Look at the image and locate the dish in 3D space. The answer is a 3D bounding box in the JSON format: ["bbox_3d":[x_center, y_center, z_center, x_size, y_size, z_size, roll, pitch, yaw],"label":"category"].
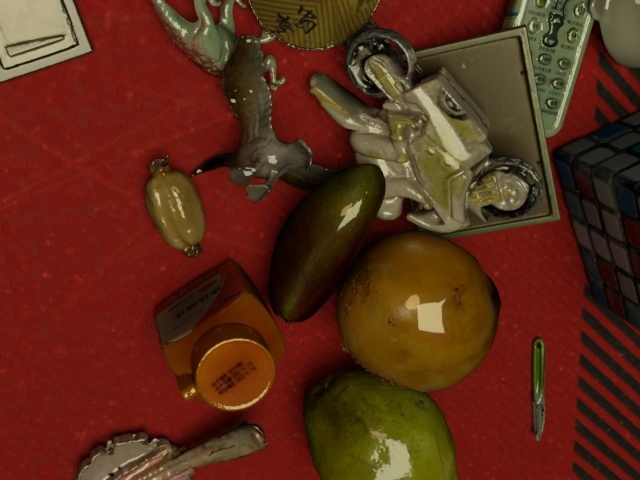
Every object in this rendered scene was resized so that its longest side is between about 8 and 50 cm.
[{"bbox_3d":[0.499,-0.348,1.328,0.236,0.086,0.227,-34,125,-17],"label":"dish"}]

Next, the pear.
[{"bbox_3d":[0.091,0.305,1.392,0.212,0.212,0.269,-40,98,-1],"label":"pear"}]

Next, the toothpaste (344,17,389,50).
[{"bbox_3d":[0.021,-0.331,1.257,0.062,0.037,0.216,-40,117,-9],"label":"toothpaste"}]

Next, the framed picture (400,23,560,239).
[{"bbox_3d":[0.213,-0.142,1.336,0.211,0.020,0.289,-11,113,14],"label":"framed picture"}]

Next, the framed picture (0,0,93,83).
[{"bbox_3d":[-0.372,-0.294,1.160,0.128,0.023,0.168,-21,112,-9],"label":"framed picture"}]

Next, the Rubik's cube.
[{"bbox_3d":[0.560,-0.034,1.375,0.287,0.292,0.293,-25,114,-6],"label":"Rubik's cube"}]

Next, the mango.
[{"bbox_3d":[0.000,0.000,1.297,0.111,0.133,0.267,29,117,-5],"label":"mango"}]

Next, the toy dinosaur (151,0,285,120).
[{"bbox_3d":[-0.150,-0.258,1.218,0.242,0.053,0.167,16,109,-29],"label":"toy dinosaur"}]

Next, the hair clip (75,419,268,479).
[{"bbox_3d":[-0.217,0.336,1.387,0.301,0.069,0.173,-25,112,4],"label":"hair clip"}]

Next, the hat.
[{"bbox_3d":[0.005,-0.329,1.186,0.193,0.082,0.193,-7,115,-16],"label":"hat"}]

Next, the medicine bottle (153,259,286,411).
[{"bbox_3d":[-0.133,0.133,1.262,0.149,0.222,0.112,-33,113,-3],"label":"medicine bottle"}]

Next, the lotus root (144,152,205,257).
[{"bbox_3d":[-0.198,-0.047,1.272,0.073,0.062,0.150,-13,111,13],"label":"lotus root"}]

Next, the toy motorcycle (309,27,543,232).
[{"bbox_3d":[0.129,-0.125,1.293,0.340,0.108,0.223,45,122,-11],"label":"toy motorcycle"}]

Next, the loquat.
[{"bbox_3d":[0.137,0.098,1.324,0.235,0.235,0.234,-5,109,-15],"label":"loquat"}]

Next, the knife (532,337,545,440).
[{"bbox_3d":[0.362,0.247,1.553,0.022,0.026,0.184,1,108,14],"label":"knife"}]

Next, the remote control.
[{"bbox_3d":[0.323,-0.318,1.332,0.128,0.065,0.335,10,105,-17],"label":"remote control"}]

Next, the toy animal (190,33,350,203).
[{"bbox_3d":[-0.092,-0.117,1.228,0.197,0.160,0.272,-25,120,9],"label":"toy animal"}]
